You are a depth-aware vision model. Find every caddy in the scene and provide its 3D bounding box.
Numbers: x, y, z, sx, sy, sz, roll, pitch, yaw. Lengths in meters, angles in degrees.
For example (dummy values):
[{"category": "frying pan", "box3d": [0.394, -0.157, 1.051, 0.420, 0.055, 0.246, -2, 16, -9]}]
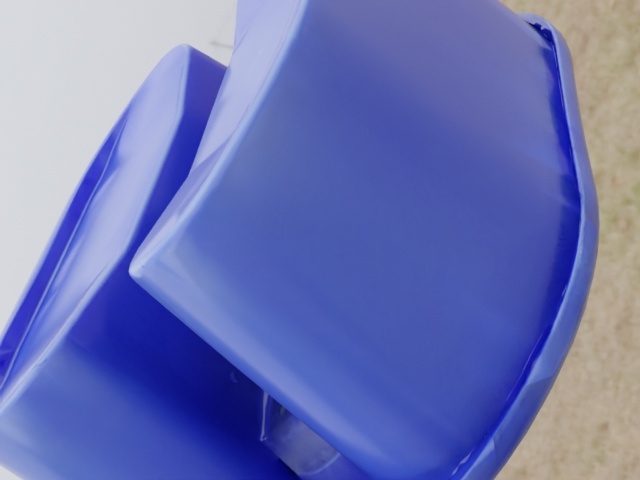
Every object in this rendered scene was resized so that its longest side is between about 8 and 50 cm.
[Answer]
[{"category": "caddy", "box3d": [0.000, 0.000, 0.472, 0.241, 0.179, 0.341, -41, 23, 31]}]
